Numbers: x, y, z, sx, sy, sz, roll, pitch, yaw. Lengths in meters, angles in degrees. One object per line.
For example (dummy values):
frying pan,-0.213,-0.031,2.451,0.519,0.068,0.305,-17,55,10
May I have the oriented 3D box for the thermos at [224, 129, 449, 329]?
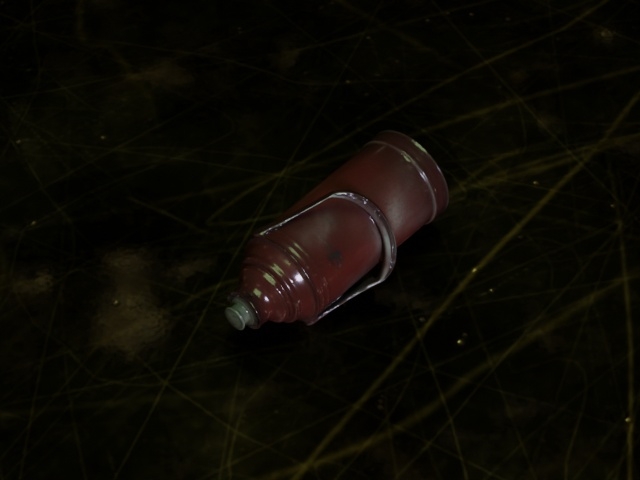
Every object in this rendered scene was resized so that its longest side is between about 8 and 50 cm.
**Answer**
thermos,0.001,0.003,1.653,0.232,0.099,0.124,-40,23,-26
